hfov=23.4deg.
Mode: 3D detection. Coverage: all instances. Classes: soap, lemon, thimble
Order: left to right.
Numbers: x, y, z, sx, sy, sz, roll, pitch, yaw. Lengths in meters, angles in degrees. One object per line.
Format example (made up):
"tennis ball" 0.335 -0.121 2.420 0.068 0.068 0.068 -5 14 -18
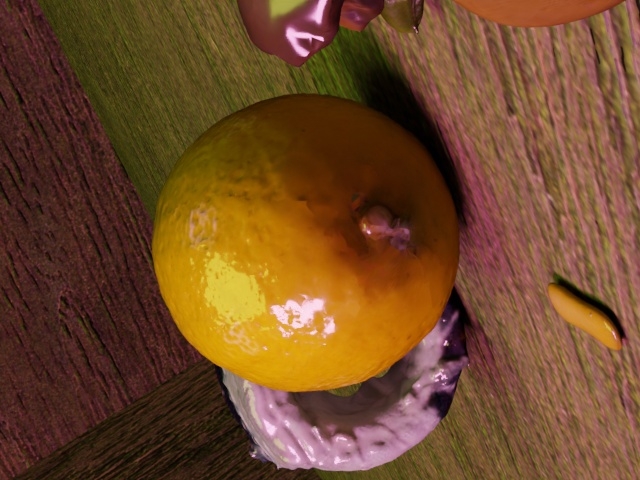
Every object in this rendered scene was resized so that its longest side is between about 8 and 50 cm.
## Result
"lemon" 0.000 0.000 1.198 0.219 0.240 0.240 -12 111 58
"thimble" 0.012 0.103 1.416 0.237 0.237 0.150 58 169 -1
"soap" 0.184 0.053 1.077 0.034 0.012 0.089 63 169 -27

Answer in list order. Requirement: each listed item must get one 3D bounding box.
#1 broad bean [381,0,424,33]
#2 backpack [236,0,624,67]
"broad bean" 0.013 -0.233 0.983 0.227 0.039 0.069 61 163 -9
"backpack" 0.010 -0.246 0.478 0.378 0.201 0.353 43 160 27
